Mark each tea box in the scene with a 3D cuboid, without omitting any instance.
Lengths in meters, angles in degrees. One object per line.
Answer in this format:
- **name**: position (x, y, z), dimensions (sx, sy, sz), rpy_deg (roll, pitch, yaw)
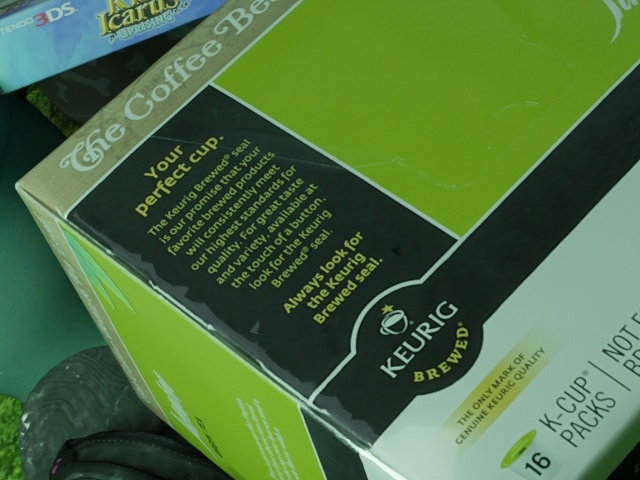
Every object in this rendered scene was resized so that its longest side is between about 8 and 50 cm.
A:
- **tea box**: position (0.091, 0.000, 0.791), dimensions (0.323, 0.220, 0.329), rpy_deg (35, 69, 32)

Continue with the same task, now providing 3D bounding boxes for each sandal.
- **sandal**: position (-0.073, 0.205, 0.936), dimensions (0.446, 0.107, 0.167), rpy_deg (43, 104, 38)

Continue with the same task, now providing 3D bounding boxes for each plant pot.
- **plant pot**: position (-0.287, 0.005, 1.280), dimensions (0.272, 0.255, 0.271), rpy_deg (-26, 45, 30)

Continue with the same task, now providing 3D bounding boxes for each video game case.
- **video game case**: position (-0.135, -0.226, 1.259), dimensions (0.270, 0.061, 0.244), rpy_deg (-20, 23, 5)

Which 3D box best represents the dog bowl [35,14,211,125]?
- **dog bowl**: position (-0.184, -0.285, 1.531), dimensions (0.349, 0.102, 0.348), rpy_deg (-26, 44, 29)
